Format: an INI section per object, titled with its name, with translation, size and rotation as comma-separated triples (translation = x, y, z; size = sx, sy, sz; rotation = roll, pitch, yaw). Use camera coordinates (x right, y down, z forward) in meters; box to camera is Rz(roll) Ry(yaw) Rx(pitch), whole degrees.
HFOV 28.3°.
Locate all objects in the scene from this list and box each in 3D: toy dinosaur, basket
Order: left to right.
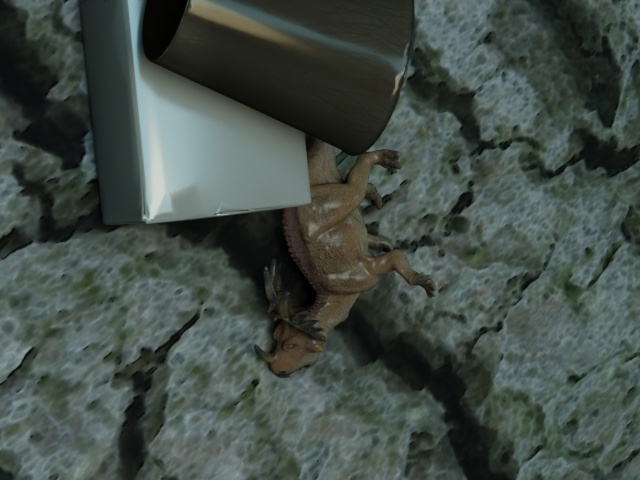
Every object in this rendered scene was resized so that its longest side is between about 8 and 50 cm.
[basket]
translation = -0.045, -0.205, 1.237
size = 0.227, 0.154, 0.204
rotation = 12, 81, -27
[toy dinosaur]
translation = 0.000, 0.000, 1.449
size = 0.200, 0.127, 0.295
rotation = -14, 91, -19

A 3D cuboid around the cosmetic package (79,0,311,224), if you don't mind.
[cosmetic package]
translation = -0.141, -0.205, 1.353
size = 0.197, 0.155, 0.365
rotation = -5, 93, -28
